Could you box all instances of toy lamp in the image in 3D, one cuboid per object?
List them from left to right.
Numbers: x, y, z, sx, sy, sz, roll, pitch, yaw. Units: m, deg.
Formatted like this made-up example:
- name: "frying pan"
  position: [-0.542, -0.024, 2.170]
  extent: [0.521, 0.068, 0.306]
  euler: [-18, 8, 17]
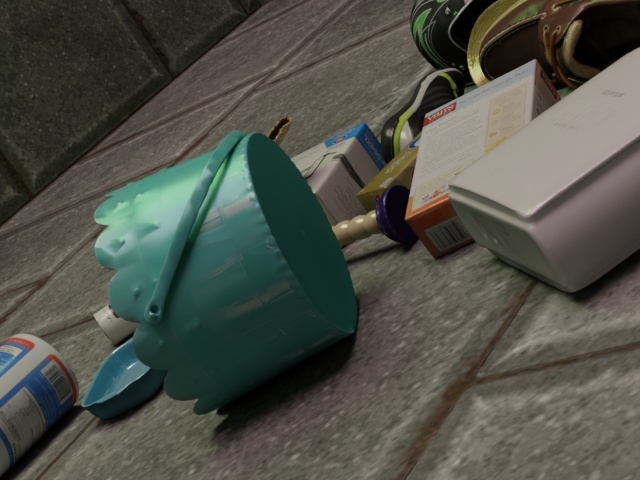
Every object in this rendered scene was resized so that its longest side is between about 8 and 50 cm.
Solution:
- name: "toy lamp"
  position: [0.000, 0.000, 1.779]
  extent: [0.275, 0.080, 0.080]
  euler: [-19, 21, 39]

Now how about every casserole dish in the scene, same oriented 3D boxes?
- name: "casserole dish"
  position: [-0.232, 0.165, 1.816]
  extent: [0.114, 0.037, 0.188]
  euler: [-29, 17, 15]

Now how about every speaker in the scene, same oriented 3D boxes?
- name: "speaker"
  position: [-0.250, 0.089, 2.051]
  extent: [0.136, 0.055, 0.055]
  euler: [-34, 15, -5]

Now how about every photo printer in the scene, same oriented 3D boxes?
- name: "photo printer"
  position: [0.295, -0.089, 1.396]
  extent: [0.307, 0.107, 0.256]
  euler: [-35, 15, -5]

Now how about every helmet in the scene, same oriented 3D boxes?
- name: "helmet"
  position: [0.215, -0.331, 2.193]
  extent: [0.169, 0.161, 0.169]
  euler: [-31, 15, 9]

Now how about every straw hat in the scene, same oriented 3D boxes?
- name: "straw hat"
  position: [0.280, -0.275, 2.077]
  extent: [0.061, 0.144, 0.144]
  euler: [6, -12, -36]

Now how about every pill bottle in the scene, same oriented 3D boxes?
- name: "pill bottle"
  position: [-0.418, 0.228, 1.829]
  extent: [0.124, 0.124, 0.221]
  euler: [-17, 22, 47]

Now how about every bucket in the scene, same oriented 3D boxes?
- name: "bucket"
  position: [-0.095, 0.028, 1.553]
  extent: [0.183, 0.281, 0.281]
  euler: [-26, 16, 14]

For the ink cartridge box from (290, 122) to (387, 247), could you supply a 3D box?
- name: "ink cartridge box"
  position: [-0.006, -0.054, 1.936]
  extent: [0.148, 0.086, 0.203]
  euler: [-24, 18, 32]

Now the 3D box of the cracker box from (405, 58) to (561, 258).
- name: "cracker box"
  position: [0.188, -0.095, 1.649]
  extent: [0.156, 0.067, 0.232]
  euler: [-26, 27, 26]

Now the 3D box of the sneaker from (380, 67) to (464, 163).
- name: "sneaker"
  position: [0.167, -0.159, 1.979]
  extent: [0.097, 0.084, 0.234]
  euler: [5, 35, 28]

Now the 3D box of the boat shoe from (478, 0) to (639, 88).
- name: "boat shoe"
  position: [0.330, -0.258, 1.835]
  extent: [0.342, 0.123, 0.123]
  euler: [-12, 24, 39]

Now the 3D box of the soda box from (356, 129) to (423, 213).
- name: "soda box"
  position: [0.128, -0.087, 1.814]
  extent: [0.181, 0.061, 0.058]
  euler: [-44, 18, -34]

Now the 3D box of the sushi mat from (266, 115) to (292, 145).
- name: "sushi mat"
  position: [-0.124, -0.018, 1.905]
  extent: [0.151, 0.019, 0.316]
  euler: [-55, -5, -49]
